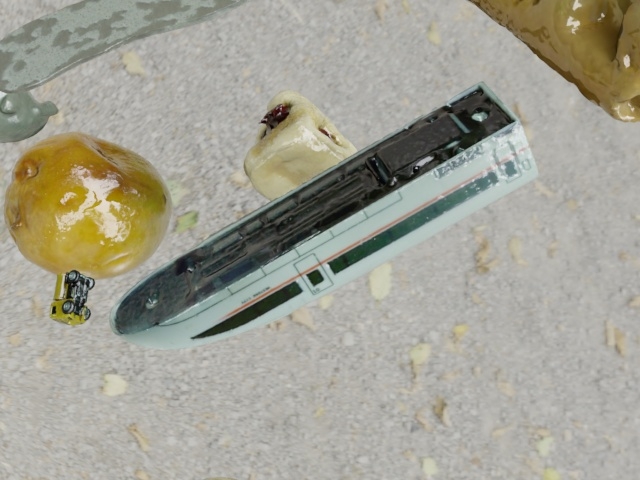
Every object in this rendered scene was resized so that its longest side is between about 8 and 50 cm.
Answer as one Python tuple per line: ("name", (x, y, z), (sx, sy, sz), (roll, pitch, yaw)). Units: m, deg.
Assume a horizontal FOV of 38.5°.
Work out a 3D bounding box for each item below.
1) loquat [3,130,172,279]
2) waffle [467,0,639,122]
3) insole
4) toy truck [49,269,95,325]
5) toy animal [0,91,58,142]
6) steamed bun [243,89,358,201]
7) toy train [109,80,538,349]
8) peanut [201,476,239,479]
("loquat", (-0.420, -0.055, 1.655), (0.283, 0.276, 0.276), (4, 81, -52))
("waffle", (0.139, -0.265, 0.550), (0.077, 0.348, 0.304), (-17, 136, -23))
("insole", (-0.096, -0.128, 0.499), (0.193, 0.006, 0.065), (-23, 55, 7))
("toy truck", (-0.394, 0.093, 1.443), (0.049, 0.054, 0.083), (40, 48, -59))
("toy animal", (-0.470, -0.163, 1.186), (0.236, 0.138, 0.108), (-14, 109, 9))
("steamed bun", (-0.032, -0.142, 1.346), (0.172, 0.140, 0.155), (35, 33, -46))
("toy train", (0.000, 0.000, 0.845), (0.407, 0.086, 0.088), (-29, 129, 3))
("peanut", (-0.174, 0.414, 1.157), (0.117, 0.101, 0.263), (31, 66, 12))
